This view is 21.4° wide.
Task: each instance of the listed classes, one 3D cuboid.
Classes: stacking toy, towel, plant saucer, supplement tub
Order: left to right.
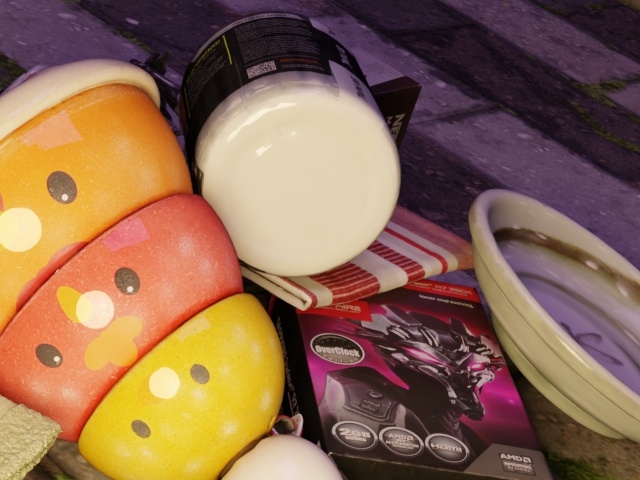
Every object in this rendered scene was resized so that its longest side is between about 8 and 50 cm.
[{"bbox_3d":[-0.278,0.160,1.346,0.110,0.027,0.148,26,26,10],"label":"towel"},{"bbox_3d":[-0.145,0.101,1.527,0.480,0.350,0.350,44,33,13],"label":"stacking toy"},{"bbox_3d":[-0.041,-0.117,1.780,0.207,0.207,0.338,12,22,-13],"label":"supplement tub"},{"bbox_3d":[0.000,0.000,1.854,0.237,0.037,0.329,28,24,31],"label":"towel"},{"bbox_3d":[0.300,0.111,1.878,0.400,0.100,0.400,33,21,-15],"label":"plant saucer"}]

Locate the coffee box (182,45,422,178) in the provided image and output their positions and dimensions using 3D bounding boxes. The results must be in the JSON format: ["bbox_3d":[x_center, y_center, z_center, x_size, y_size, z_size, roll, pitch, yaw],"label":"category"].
[{"bbox_3d":[-0.025,-0.133,2.125,0.119,0.168,0.297,35,31,29],"label":"coffee box"}]

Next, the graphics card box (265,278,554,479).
[{"bbox_3d":[0.078,0.156,1.728,0.232,0.094,0.371,11,28,-14],"label":"graphics card box"}]

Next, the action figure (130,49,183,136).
[{"bbox_3d":[-0.228,-0.134,1.994,0.141,0.164,0.275,43,22,12],"label":"action figure"}]

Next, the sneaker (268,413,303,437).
[{"bbox_3d":[-0.053,0.177,1.632,0.042,0.067,0.118,2,31,-31],"label":"sneaker"}]

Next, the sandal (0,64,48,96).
[{"bbox_3d":[-0.367,-0.113,1.949,0.076,0.102,0.265,-3,35,16],"label":"sandal"}]
